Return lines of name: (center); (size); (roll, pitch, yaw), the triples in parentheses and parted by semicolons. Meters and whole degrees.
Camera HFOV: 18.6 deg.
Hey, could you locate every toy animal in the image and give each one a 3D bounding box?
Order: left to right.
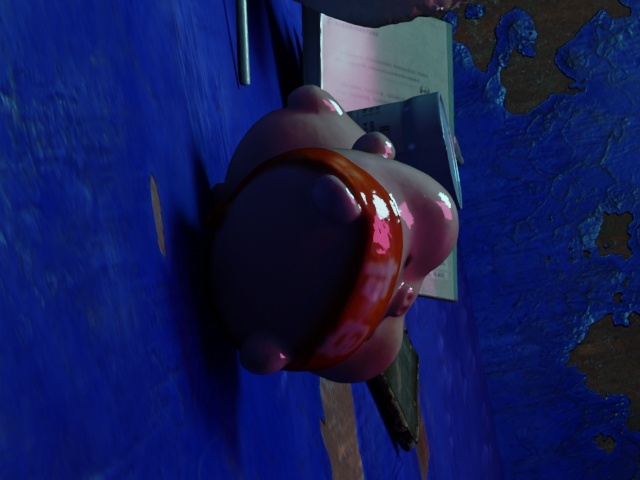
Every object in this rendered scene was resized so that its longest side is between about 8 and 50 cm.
toy animal: (0.000, 0.000, 1.288); (0.198, 0.171, 0.171); (-100, 176, -66)

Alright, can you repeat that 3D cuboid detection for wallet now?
wallet: (0.072, 0.129, 2.095); (0.232, 0.031, 0.122); (63, 22, -57)

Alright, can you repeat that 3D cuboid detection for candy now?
candy: (-0.063, -0.219, 1.557); (0.058, 0.062, 0.194); (-10, -101, 54)

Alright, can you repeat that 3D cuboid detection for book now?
book: (0.061, -0.090, 1.842); (0.215, 0.025, 0.283); (12, 73, -48)

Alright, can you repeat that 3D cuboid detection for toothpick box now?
toothpick box: (0.032, -0.060, 1.596); (0.101, 0.153, 0.101); (-11, 90, -83)

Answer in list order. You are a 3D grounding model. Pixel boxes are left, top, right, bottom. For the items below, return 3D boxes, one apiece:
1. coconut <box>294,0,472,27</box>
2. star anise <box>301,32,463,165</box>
coconut: (0.054, -0.376, 1.690); (0.297, 0.297, 0.309); (-91, 173, -50)
star anise: (0.043, -0.143, 1.965); (0.212, 0.129, 0.283); (62, 5, -4)
